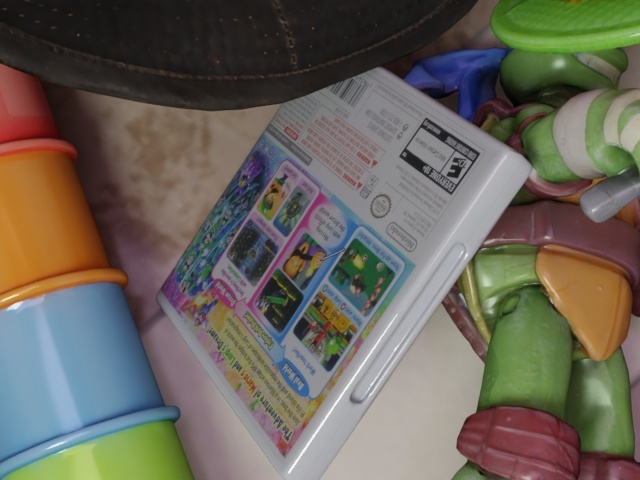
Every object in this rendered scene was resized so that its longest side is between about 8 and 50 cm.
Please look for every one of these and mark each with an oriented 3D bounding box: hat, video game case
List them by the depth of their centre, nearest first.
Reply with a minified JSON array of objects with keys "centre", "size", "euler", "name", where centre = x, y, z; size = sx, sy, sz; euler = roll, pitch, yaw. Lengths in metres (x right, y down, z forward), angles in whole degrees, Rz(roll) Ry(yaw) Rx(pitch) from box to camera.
[{"centre":[0.000,0.000,0.540],"size":[0.019,0.157,0.143],"euler":[29,98,-33],"name":"video game case"},{"centre":[-0.086,-0.178,0.572],"size":[0.331,0.134,0.331],"euler":[10,70,-27],"name":"hat"}]

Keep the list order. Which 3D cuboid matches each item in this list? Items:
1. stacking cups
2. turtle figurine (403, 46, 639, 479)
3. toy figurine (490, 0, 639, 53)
[{"centre":[-0.115,0.061,0.567],"size":[0.096,0.096,0.316],"euler":[-23,79,-5],"name":"stacking cups"},{"centre":[0.143,0.033,0.519],"size":[0.274,0.198,0.266],"euler":[12,76,4],"name":"turtle figurine"},{"centre":[0.114,-0.180,0.525],"size":[0.130,0.173,0.159],"euler":[-8,116,26],"name":"toy figurine"}]
